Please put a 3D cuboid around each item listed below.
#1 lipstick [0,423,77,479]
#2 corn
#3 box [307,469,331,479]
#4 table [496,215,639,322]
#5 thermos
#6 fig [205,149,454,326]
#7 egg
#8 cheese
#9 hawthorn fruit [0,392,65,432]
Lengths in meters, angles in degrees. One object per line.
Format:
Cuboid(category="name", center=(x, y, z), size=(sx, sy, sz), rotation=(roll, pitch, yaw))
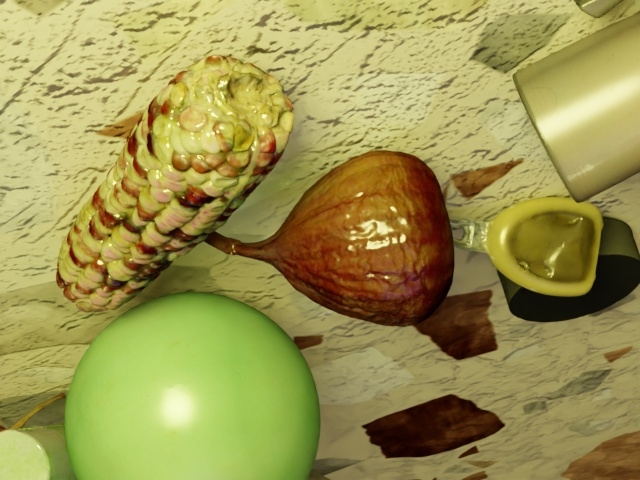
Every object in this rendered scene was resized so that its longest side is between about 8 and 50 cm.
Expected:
Cuboid(category="lipstick", center=(-0.240, 0.212, 1.149), size=(0.076, 0.076, 0.304), rotation=(-15, 172, 4))
Cuboid(category="corn", center=(-0.113, -0.033, 0.860), size=(0.092, 0.092, 0.280), rotation=(6, 151, -31))
Cuboid(category="box", center=(-0.125, 0.316, 1.272), size=(0.288, 0.141, 0.349), rotation=(-16, -175, -19))
Cuboid(category="table", center=(0.238, 0.030, 1.149), size=(0.133, 0.043, 0.133), rotation=(-9, 151, -5))
Cuboid(category="thermos", center=(0.234, -0.126, 0.829), size=(0.193, 0.105, 0.137), rotation=(-27, 117, 16))
Cuboid(category="fig", center=(0.000, 0.000, 0.925), size=(0.201, 0.134, 0.146), rotation=(1, 140, -6))
Cuboid(category="egg", center=(-0.110, 0.160, 1.055), size=(0.220, 0.220, 0.270), rotation=(-9, 161, -7))
Cuboid(category="cheese", center=(0.163, -0.001, 1.050), size=(0.162, 0.086, 0.036), rotation=(8, -174, -9))
Cuboid(category="hawthorn fruit", center=(-0.343, 0.225, 1.170), size=(0.203, 0.162, 0.162), rotation=(-44, 143, 12))
